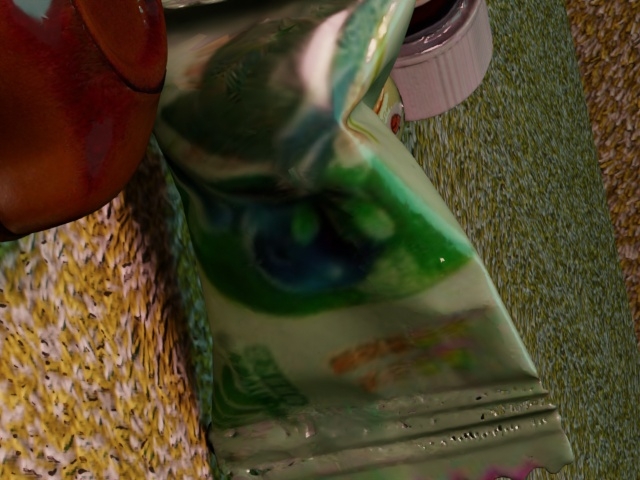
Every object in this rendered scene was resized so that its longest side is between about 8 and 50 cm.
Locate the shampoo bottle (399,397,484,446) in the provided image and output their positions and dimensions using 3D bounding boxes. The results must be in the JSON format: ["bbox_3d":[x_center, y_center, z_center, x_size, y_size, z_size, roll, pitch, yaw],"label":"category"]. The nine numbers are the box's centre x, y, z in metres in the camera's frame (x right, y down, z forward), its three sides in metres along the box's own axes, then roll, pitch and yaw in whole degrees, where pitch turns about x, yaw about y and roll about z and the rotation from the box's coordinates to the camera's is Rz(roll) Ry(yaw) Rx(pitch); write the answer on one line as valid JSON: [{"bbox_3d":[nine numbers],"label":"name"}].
[{"bbox_3d":[0.098,0.084,1.859,0.071,0.098,0.309,49,32,-58],"label":"shampoo bottle"}]

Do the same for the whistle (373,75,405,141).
[{"bbox_3d":[0.005,-0.135,1.698,0.131,0.106,0.288,-69,156,-17],"label":"whistle"}]

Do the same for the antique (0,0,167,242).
[{"bbox_3d":[-0.178,-0.142,1.093,0.223,0.129,0.278,-4,79,-71],"label":"antique"}]

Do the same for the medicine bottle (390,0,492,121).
[{"bbox_3d":[0.048,-0.287,1.794,0.395,0.242,0.242,73,11,-60],"label":"medicine bottle"}]

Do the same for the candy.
[{"bbox_3d":[-0.002,0.002,1.325,0.172,0.263,0.398,-30,106,-63],"label":"candy"}]
